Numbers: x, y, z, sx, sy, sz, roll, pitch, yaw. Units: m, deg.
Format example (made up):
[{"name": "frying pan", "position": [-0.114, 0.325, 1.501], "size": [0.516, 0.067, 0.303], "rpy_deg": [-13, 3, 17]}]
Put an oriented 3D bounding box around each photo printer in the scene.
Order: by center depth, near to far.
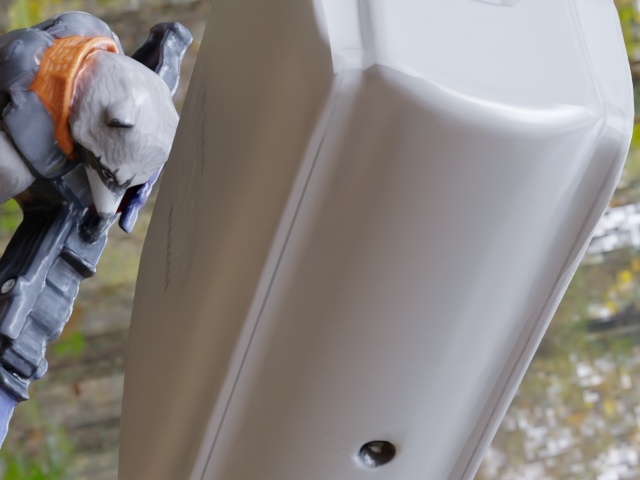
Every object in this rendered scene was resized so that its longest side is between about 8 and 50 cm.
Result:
[{"name": "photo printer", "position": [0.000, 0.000, 0.668], "size": [0.256, 0.107, 0.307], "rpy_deg": [-93, -162, -50]}]

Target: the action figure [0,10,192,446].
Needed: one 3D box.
[{"name": "action figure", "position": [-0.233, -0.037, 1.167], "size": [0.178, 0.330, 0.341], "rpy_deg": [52, 41, -41]}]
